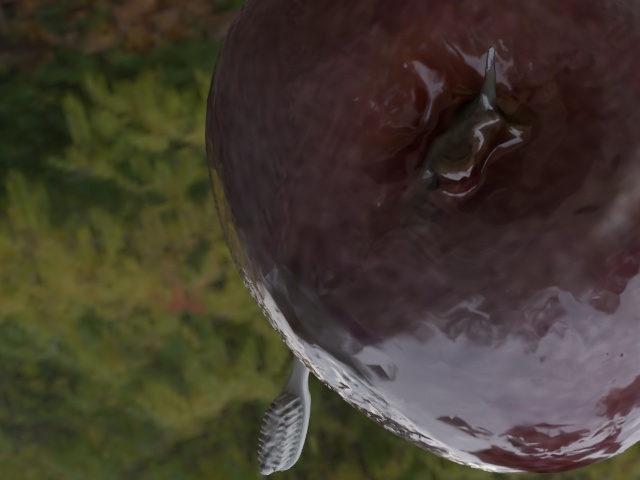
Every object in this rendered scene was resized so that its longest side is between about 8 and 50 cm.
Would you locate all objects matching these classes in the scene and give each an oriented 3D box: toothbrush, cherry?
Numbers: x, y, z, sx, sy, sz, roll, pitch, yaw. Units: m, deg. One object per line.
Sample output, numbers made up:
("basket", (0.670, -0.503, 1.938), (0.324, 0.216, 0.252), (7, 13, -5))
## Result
("toothbrush", (0.000, 0.000, 1.124), (0.025, 0.307, 0.029), (19, -160, 21))
("cherry", (0.067, -0.014, 0.874), (0.221, 0.261, 0.307), (-34, 165, -20))
